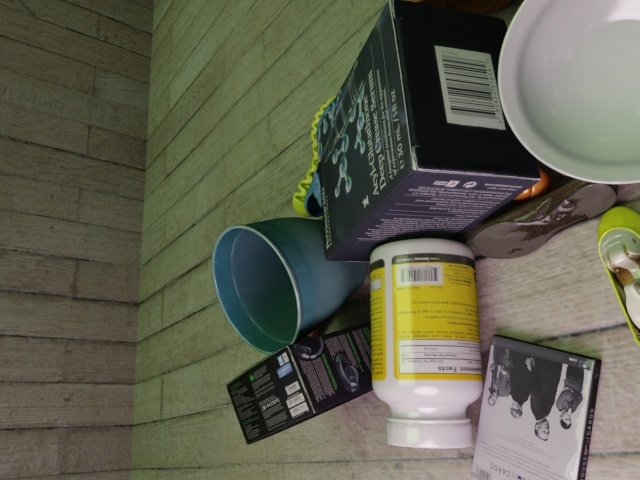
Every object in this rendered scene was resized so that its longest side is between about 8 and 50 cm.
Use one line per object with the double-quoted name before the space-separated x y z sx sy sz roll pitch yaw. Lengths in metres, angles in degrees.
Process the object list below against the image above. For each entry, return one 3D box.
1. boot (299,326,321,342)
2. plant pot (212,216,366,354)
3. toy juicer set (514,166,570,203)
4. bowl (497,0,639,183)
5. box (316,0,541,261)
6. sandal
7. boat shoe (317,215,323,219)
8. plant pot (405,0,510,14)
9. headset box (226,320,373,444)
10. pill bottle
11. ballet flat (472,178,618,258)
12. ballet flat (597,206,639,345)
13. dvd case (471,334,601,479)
"boot" -0.068 0.155 1.399 0.244 0.088 0.176 46 119 45
"plant pot" -0.049 0.067 1.174 0.271 0.255 0.272 20 119 40
"toy juicer set" 0.374 -0.207 0.874 0.329 0.089 0.209 -56 41 28
"bowl" 0.399 -0.231 0.727 0.297 0.134 0.298 8 109 25
"box" 0.153 -0.157 0.969 0.395 0.211 0.294 129 140 -63
"sandal" 0.039 -0.189 1.324 0.138 0.126 0.317 34 117 49
"boat shoe" 0.000 0.000 1.339 0.285 0.089 0.105 -19 66 51
"plant pot" 0.246 -0.531 1.006 0.291 0.290 0.204 7 103 55
"headset box" 0.000 0.278 1.111 0.246 0.283 0.131 -40 67 43
"pill bottle" 0.181 0.177 0.953 0.188 0.187 0.334 -18 66 51
"ballet flat" 0.354 -0.041 0.883 0.250 0.084 0.058 -36 20 45
"ballet flat" 0.426 0.050 0.740 0.077 0.077 0.231 -36 53 45
"dvd case" 0.329 0.282 0.855 0.179 0.029 0.239 7 87 55
